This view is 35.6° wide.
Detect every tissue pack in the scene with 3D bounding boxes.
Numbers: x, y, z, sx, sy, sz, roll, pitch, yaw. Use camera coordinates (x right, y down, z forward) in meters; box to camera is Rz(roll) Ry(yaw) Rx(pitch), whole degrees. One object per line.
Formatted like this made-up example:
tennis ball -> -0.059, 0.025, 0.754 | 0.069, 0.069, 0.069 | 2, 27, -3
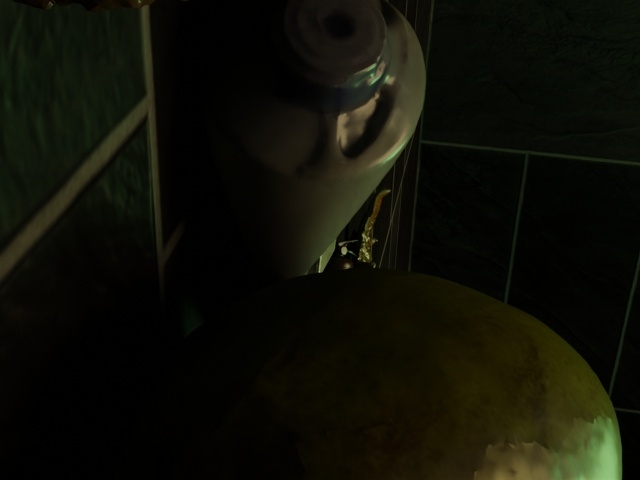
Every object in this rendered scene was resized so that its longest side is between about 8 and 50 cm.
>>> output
tissue pack -> 0.000, 0.000, 1.112 | 0.108, 0.023, 0.056 | -54, 150, -74

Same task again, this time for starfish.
starfish -> 0.062, 0.026, 1.497 | 0.247, 0.050, 0.138 | 106, -4, -70

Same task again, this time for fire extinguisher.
fire extinguisher -> 0.012, 0.073, 1.196 | 0.064, 0.043, 0.158 | 11, 83, -39

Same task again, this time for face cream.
face cream -> -0.023, -0.032, 0.735 | 0.420, 0.137, 0.234 | 106, -6, -63

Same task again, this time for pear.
pear -> 0.013, 0.151, 0.524 | 0.375, 0.288, 0.287 | 24, 72, -69

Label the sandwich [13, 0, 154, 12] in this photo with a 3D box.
sandwich -> -0.052, -0.251, 0.293 | 0.254, 0.100, 0.288 | 96, 5, -57
